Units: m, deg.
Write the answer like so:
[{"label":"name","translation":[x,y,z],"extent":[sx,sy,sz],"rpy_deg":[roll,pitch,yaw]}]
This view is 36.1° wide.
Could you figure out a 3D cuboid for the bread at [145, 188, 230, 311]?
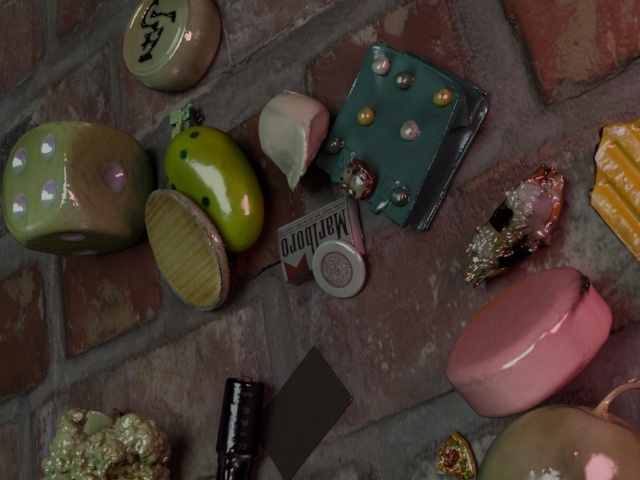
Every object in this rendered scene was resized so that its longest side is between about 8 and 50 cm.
[{"label":"bread","translation":[-0.265,0.017,1.963],"extent":[0.267,0.040,0.267],"rpy_deg":[31,134,38]}]

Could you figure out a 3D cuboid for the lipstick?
[{"label":"lipstick","translation":[-0.156,0.402,1.817],"extent":[0.081,0.081,0.300],"rpy_deg":[5,88,43]}]

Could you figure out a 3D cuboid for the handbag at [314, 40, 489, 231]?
[{"label":"handbag","translation":[0.129,-0.187,1.695],"extent":[0.268,0.100,0.274],"rpy_deg":[39,105,40]}]

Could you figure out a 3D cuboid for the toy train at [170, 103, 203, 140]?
[{"label":"toy train","translation":[-0.296,-0.235,2.133],"extent":[0.081,0.050,0.122],"rpy_deg":[-8,74,46]}]

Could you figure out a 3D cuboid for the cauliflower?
[{"label":"cauliflower","translation":[-0.449,0.446,1.951],"extent":[0.327,0.260,0.281],"rpy_deg":[-40,57,2]}]

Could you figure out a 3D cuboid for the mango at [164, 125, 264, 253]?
[{"label":"mango","translation":[-0.207,-0.108,1.961],"extent":[0.175,0.143,0.293],"rpy_deg":[-46,62,26]}]

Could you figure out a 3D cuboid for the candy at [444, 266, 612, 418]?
[{"label":"candy","translation":[0.293,0.138,1.375],"extent":[0.255,0.255,0.094],"rpy_deg":[-35,101,31]}]

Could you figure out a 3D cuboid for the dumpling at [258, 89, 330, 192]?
[{"label":"dumpling","translation":[-0.046,-0.178,1.826],"extent":[0.252,0.131,0.180],"rpy_deg":[-127,41,-63]}]

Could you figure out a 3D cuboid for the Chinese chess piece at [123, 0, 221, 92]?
[{"label":"Chinese chess piece","translation":[-0.334,-0.455,2.191],"extent":[0.250,0.101,0.251],"rpy_deg":[-14,69,39]}]

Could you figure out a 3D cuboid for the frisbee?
[{"label":"frisbee","translation":[0.032,0.051,1.749],"extent":[0.110,0.014,0.110],"rpy_deg":[10,109,31]}]

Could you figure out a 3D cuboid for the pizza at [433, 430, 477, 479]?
[{"label":"pizza","translation":[0.205,0.347,1.535],"extent":[0.078,0.025,0.083],"rpy_deg":[-43,54,23]}]

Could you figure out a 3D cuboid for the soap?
[{"label":"soap","translation":[0.473,-0.062,1.360],"extent":[0.160,0.080,0.258],"rpy_deg":[-47,52,22]}]

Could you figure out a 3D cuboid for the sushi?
[{"label":"sushi","translation":[0.296,-0.011,1.499],"extent":[0.097,0.103,0.226],"rpy_deg":[43,111,23]}]

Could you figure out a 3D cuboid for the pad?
[{"label":"pad","translation":[-0.036,0.314,1.781],"extent":[0.211,0.003,0.143],"rpy_deg":[-54,50,19]}]

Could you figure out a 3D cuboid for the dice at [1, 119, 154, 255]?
[{"label":"dice","translation":[-0.534,-0.108,2.176],"extent":[0.249,0.254,0.252],"rpy_deg":[-14,71,40]}]

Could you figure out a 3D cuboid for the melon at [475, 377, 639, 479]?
[{"label":"melon","translation":[0.325,0.354,1.269],"extent":[0.271,0.271,0.308],"rpy_deg":[-4,96,42]}]

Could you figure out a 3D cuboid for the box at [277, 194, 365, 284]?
[{"label":"box","translation":[0.000,0.000,1.808],"extent":[0.177,0.035,0.115],"rpy_deg":[-25,64,35]}]
